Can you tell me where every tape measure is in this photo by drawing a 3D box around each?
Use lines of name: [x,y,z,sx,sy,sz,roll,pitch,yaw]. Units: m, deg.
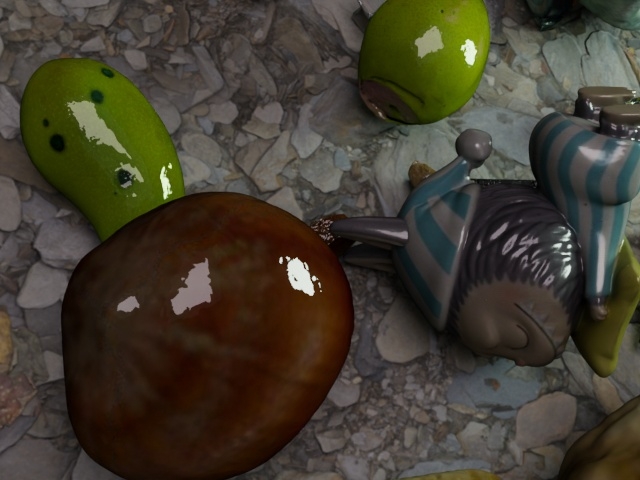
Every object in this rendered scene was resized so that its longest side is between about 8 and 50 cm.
tape measure: [0.406,-0.391,1.618,0.180,0.107,0.104,1,68,-8]

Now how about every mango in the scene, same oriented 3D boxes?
mango: [-0.281,-0.109,1.378,0.175,0.143,0.293,-31,89,-17]

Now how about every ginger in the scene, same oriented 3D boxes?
ginger: [0.186,-0.067,1.487,0.137,0.057,0.044,22,24,2]

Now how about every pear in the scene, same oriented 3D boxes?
pear: [0.157,-0.272,1.487,0.187,0.187,0.220,38,71,3]

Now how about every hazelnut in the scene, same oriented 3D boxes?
hazelnut: [-0.141,0.111,1.223,0.366,0.366,0.366,3,71,-10]

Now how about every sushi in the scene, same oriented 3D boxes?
sushi: [0.000,0.000,1.437,0.120,0.052,0.055,-35,63,-17]

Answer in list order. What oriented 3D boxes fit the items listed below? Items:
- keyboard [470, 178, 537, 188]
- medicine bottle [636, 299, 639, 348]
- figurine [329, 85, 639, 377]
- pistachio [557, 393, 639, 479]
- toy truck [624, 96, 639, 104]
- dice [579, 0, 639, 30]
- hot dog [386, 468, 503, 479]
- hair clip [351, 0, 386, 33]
keyboard: [0.241,-0.062,1.525,0.204,0.013,0.061,1,72,-11]
medicine bottle: [0.488,0.068,1.506,0.057,0.057,0.199,24,69,-2]
figurine: [0.205,-0.018,1.331,0.377,0.266,0.361,3,109,-8]
pistachio: [0.468,0.354,1.281,0.445,0.281,0.365,17,73,-35]
toy truck: [0.488,-0.171,1.580,0.169,0.077,0.100,-13,88,-18]
dice: [0.509,-0.527,1.517,0.348,0.330,0.328,-15,74,-44]
hot dog: [0.120,0.452,1.240,0.365,0.196,0.367,-9,81,-14]
hair clip: [0.154,-0.377,1.586,0.218,0.071,0.159,-33,83,-13]
